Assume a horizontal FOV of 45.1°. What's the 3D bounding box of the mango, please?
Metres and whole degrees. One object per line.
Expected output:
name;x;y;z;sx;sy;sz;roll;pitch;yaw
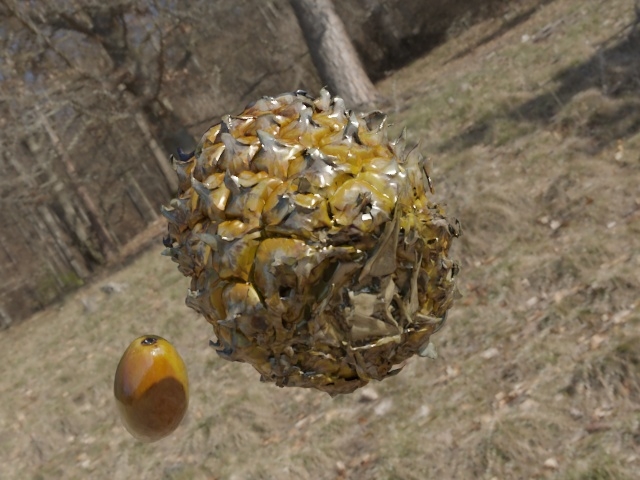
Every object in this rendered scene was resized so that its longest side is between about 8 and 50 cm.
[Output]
mango;-0.268;0.251;1.218;0.113;0.138;0.253;-16;-34;-27

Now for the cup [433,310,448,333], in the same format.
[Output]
cup;0.169;0.114;1.453;0.199;0.199;0.150;-32;26;-9

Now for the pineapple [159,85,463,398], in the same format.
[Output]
pineapple;-0.001;0.003;0.899;0.352;0.352;0.300;-32;38;-11
